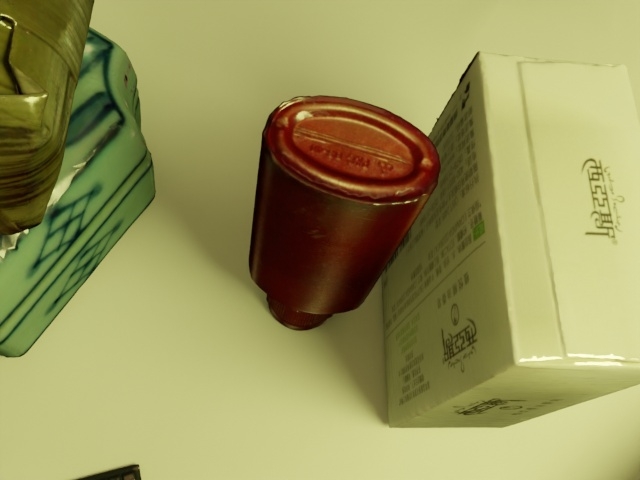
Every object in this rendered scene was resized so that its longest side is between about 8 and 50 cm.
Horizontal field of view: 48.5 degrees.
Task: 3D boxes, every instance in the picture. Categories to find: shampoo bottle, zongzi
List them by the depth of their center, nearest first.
[{"bbox_3d":[-0.293,-0.160,0.428,0.299,0.138,0.286,4,63,-8],"label":"zongzi"},{"bbox_3d":[0.000,0.000,0.501,0.102,0.260,0.064,16,66,-2],"label":"shampoo bottle"}]

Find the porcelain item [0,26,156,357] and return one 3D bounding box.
[{"bbox_3d":[-0.297,-0.069,0.547,0.285,0.157,0.281,34,69,7],"label":"porcelain item"}]

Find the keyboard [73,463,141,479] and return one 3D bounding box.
[{"bbox_3d":[-0.226,0.220,0.516,0.198,0.010,0.064,-12,68,-13],"label":"keyboard"}]

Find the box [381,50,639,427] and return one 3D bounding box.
[{"bbox_3d":[0.123,0.023,0.512,0.111,0.260,0.195,3,69,-11],"label":"box"}]
